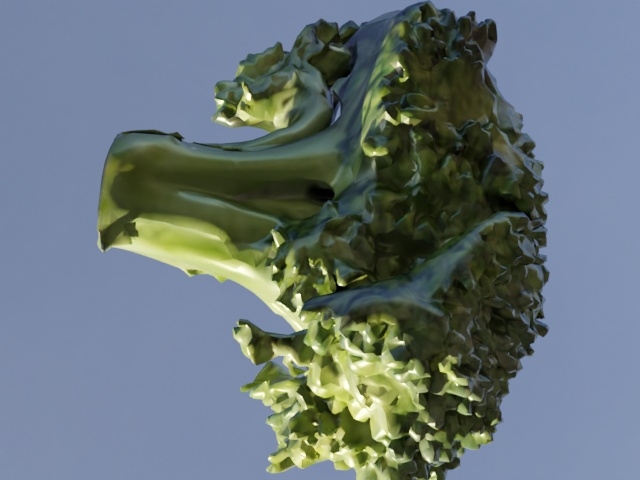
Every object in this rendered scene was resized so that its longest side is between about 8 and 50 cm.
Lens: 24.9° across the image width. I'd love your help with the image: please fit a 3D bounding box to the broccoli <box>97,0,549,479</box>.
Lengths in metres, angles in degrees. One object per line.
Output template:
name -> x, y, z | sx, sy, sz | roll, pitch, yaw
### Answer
broccoli -> 0.021, -0.004, 0.995 | 0.338, 0.317, 0.277 | -51, -13, -29
